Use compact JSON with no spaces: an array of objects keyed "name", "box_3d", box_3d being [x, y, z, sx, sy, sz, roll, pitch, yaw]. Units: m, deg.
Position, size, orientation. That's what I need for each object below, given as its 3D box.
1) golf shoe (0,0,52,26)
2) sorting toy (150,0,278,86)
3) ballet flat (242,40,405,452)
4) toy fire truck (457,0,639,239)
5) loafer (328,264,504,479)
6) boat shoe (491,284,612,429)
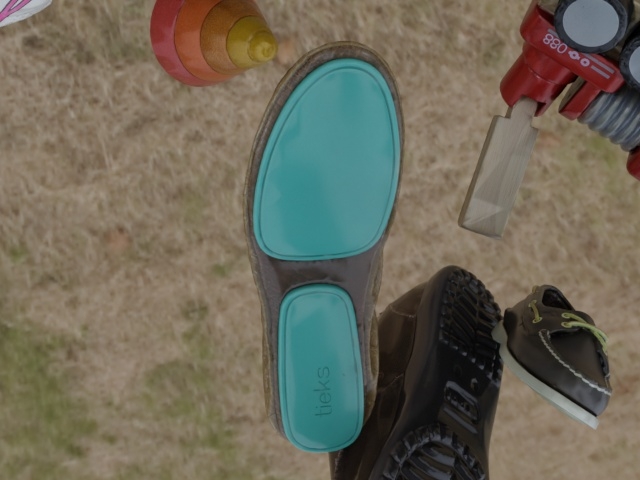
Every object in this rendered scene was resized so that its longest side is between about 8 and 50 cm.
[{"name":"golf shoe","box_3d":[-0.239,-0.225,0.837,0.186,0.067,0.086,-19,171,23]},{"name":"sorting toy","box_3d":[-0.115,-0.288,0.904,0.127,0.126,0.366,-35,127,-21]},{"name":"ballet flat","box_3d":[0.000,0.000,0.791,0.116,0.124,0.342,-4,119,-4]},{"name":"toy fire truck","box_3d":[0.241,-0.101,0.879,0.217,0.158,0.246,32,139,-3]},{"name":"loafer","box_3d":[0.069,0.188,0.884,0.130,0.366,0.134,-25,118,40]},{"name":"boat shoe","box_3d":[0.191,0.084,0.827,0.081,0.228,0.069,37,97,-6]}]
